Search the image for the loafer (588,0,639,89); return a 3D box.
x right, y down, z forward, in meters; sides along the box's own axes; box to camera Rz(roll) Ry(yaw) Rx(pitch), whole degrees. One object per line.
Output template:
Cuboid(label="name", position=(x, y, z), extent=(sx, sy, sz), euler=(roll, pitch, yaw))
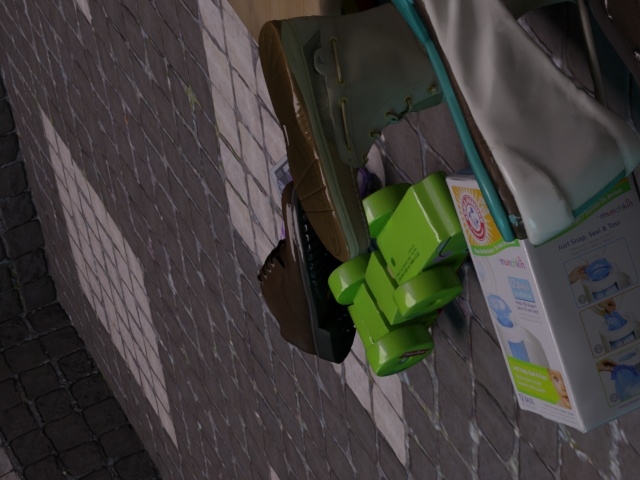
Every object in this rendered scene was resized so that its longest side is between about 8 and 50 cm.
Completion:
Cuboid(label="loafer", position=(0.233, -0.117, 1.190), extent=(0.220, 0.080, 0.078), euler=(56, 161, 35))

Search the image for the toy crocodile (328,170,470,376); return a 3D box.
Cuboid(label="toy crocodile", position=(0.088, 0.032, 1.851), extent=(0.115, 0.105, 0.340), euler=(62, 158, 21))

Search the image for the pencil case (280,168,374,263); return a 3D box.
Cuboid(label="pencil case", position=(0.000, 0.000, 2.042), extent=(0.088, 0.086, 0.206), euler=(-83, 3, -48))

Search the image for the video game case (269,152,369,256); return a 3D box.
Cuboid(label="video game case", position=(0.001, -0.021, 2.174), extent=(0.173, 0.022, 0.190), euler=(67, 164, 4))

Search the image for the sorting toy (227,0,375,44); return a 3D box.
Cuboid(label="sorting toy", position=(-0.021, -0.282, 1.781), extent=(0.255, 0.089, 0.257), euler=(56, 160, 34))

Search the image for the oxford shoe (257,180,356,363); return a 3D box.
Cuboid(label="oxford shoe", position=(-0.026, 0.028, 1.961), extent=(0.096, 0.083, 0.227), euler=(14, 131, 23))

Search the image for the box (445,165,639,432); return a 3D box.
Cuboid(label="box", position=(0.190, 0.027, 1.478), extent=(0.114, 0.103, 0.203), euler=(14, 125, 70))

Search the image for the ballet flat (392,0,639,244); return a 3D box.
Cuboid(label="ballet flat", position=(0.117, -0.174, 1.410), extent=(0.139, 0.139, 0.400), euler=(93, 157, -56))

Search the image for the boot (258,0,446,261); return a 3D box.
Cuboid(label="boot", position=(0.051, -0.100, 1.647), extent=(0.077, 0.165, 0.213), euler=(-23, 82, 68))
